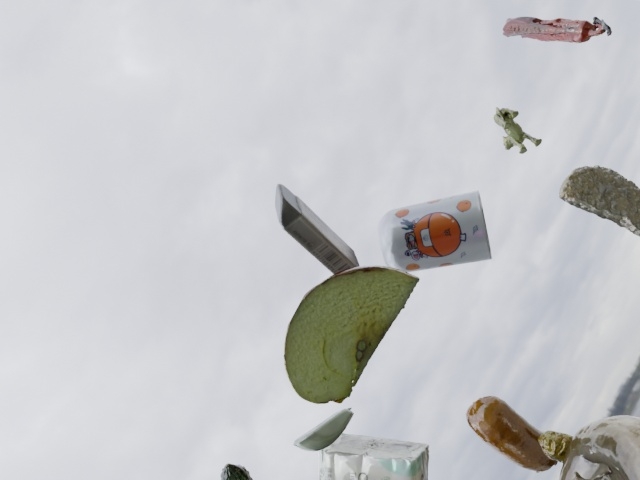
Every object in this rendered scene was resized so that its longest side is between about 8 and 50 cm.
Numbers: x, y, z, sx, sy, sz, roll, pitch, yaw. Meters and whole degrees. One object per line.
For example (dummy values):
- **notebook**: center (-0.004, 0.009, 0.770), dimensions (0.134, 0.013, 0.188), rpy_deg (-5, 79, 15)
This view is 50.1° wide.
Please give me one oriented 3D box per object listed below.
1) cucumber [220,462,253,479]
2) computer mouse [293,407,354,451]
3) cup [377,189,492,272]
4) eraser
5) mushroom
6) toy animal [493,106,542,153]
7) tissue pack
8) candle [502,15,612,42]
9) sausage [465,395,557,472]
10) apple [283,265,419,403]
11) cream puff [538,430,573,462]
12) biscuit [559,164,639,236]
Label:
- **cucumber**: center (-0.193, 0.736, 1.840), dimensions (0.096, 0.096, 0.359), rpy_deg (-34, -67, -42)
- **computer mouse**: center (0.018, 0.464, 1.662), dimensions (0.182, 0.056, 0.089), rpy_deg (-26, -6, -35)
- **cup**: center (0.347, -0.018, 2.103), dimensions (0.212, 0.318, 0.212), rpy_deg (-12, -90, -75)
- **eraser**: center (0.000, 0.000, 1.596), dimensions (0.061, 0.089, 0.352), rpy_deg (-36, -53, 16)
- **mushroom**: center (0.529, 0.496, 1.219), dimensions (0.295, 0.362, 0.362), rpy_deg (4, -58, -11)
- **toy animal**: center (0.537, -0.326, 1.963), dimensions (0.073, 0.136, 0.181), rpy_deg (-44, -64, 6)
- **tissue pack**: center (0.133, 0.687, 1.714), dimensions (0.194, 0.266, 0.356), rpy_deg (3, -93, -66)
- **candle**: center (0.542, -0.487, 1.579), dimensions (0.084, 0.302, 0.059), rpy_deg (-10, -70, -26)
- **sausage**: center (0.421, 0.428, 1.506), dimensions (0.271, 0.109, 0.108), rpy_deg (38, -100, -29)
- **apple**: center (0.060, 0.188, 1.490), dimensions (0.345, 0.179, 0.254), rpy_deg (-59, -32, 4)
- **cream puff**: center (0.489, 0.422, 1.397), dimensions (0.083, 0.083, 0.058), rpy_deg (30, -115, -42)
- **biscuit**: center (0.579, -0.086, 1.350), dimensions (0.032, 0.250, 0.133), rpy_deg (129, 160, -54)
